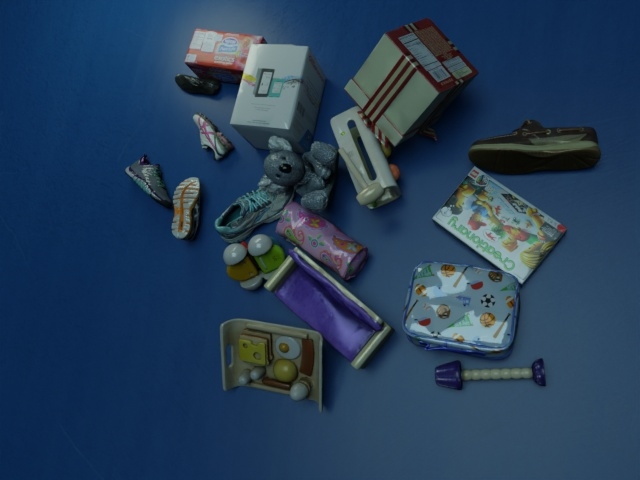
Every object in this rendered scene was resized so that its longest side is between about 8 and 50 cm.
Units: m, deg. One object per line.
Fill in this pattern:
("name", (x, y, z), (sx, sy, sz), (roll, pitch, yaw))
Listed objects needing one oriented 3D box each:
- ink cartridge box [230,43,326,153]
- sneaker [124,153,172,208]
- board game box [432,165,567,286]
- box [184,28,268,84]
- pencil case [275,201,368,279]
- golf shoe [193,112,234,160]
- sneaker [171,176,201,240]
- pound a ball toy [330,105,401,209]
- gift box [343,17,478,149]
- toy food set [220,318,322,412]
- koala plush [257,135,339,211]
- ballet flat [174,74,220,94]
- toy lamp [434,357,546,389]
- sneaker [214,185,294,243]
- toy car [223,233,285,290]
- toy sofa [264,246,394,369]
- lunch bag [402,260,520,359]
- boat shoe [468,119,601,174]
("ink cartridge box", (-0.123, -0.433, 1.973), (0.197, 0.198, 0.270), (9, 78, 19))
("sneaker", (-0.545, -0.199, 2.104), (0.223, 0.083, 0.098), (40, 85, 23))
("board game box", (0.486, -0.041, 1.763), (0.305, 0.053, 0.193), (39, 90, 22))
("box", (-0.296, -0.596, 2.107), (0.256, 0.122, 0.128), (12, 80, 19))
("pencil case", (0.000, 0.000, 1.868), (0.284, 0.124, 0.124), (33, 87, 22))
("golf shoe", (-0.367, -0.342, 2.093), (0.086, 0.067, 0.186), (-43, 69, 4))
("sneaker", (-0.418, -0.098, 2.040), (0.084, 0.083, 0.215), (3, 72, 18))
("pound a ball toy", (0.139, -0.235, 1.836), (0.135, 0.208, 0.319), (-24, 70, 10))
("gift box", (0.249, -0.412, 1.781), (0.276, 0.255, 0.258), (55, 140, 10))
("toy food set", (-0.133, 0.347, 1.772), (0.306, 0.092, 0.220), (7, 111, 19))
("koala plush", (-0.066, -0.200, 1.876), (0.221, 0.203, 0.196), (11, 99, 5))
("ballet flat", (-0.417, -0.528, 2.176), (0.173, 0.057, 0.049), (18, 41, 19))
("toy lamp", (0.436, 0.345, 1.665), (0.274, 0.080, 0.080), (-7, 74, 14))
("sneaker", (-0.199, -0.098, 1.948), (0.283, 0.122, 0.110), (-40, 68, 3))
("toy car", (-0.192, 0.048, 1.913), (0.182, 0.159, 0.136), (-20, 35, 11))
("toy sofa", (0.019, 0.185, 1.781), (0.362, 0.177, 0.150), (39, 89, 21))
("lunch bag", (0.364, 0.187, 1.693), (0.303, 0.115, 0.243), (7, 69, 19))
("boat shoe", (0.582, -0.266, 1.767), (0.341, 0.123, 0.123), (-1, 62, 17))
